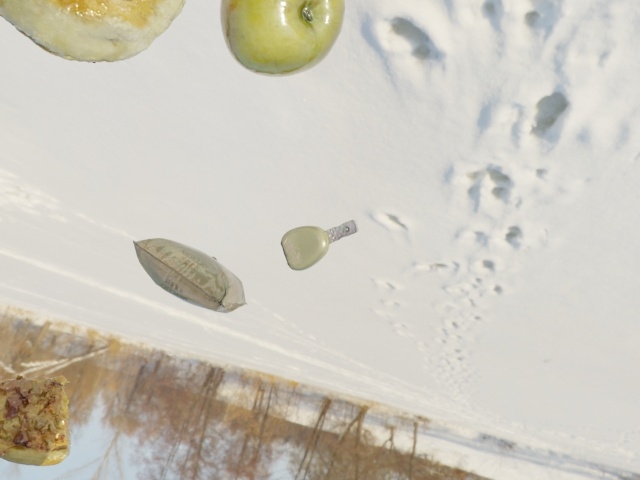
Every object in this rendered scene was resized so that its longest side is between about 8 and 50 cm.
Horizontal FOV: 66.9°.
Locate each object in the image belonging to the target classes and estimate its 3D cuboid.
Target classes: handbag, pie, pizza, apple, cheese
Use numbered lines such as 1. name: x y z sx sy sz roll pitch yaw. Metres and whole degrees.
1. handbag: -0.284 0.082 1.105 0.270 0.117 0.182 31 176 16
2. pie: -0.328 -0.403 0.665 0.315 0.315 0.092 21 163 -18
3. pizza: -0.756 0.432 1.240 0.336 0.226 0.086 32 146 8
4. apple: -0.077 -0.461 0.993 0.261 0.260 0.194 30 179 -39
5. cheese: 0.000 0.000 1.054 0.192 0.097 0.037 -22 173 32
